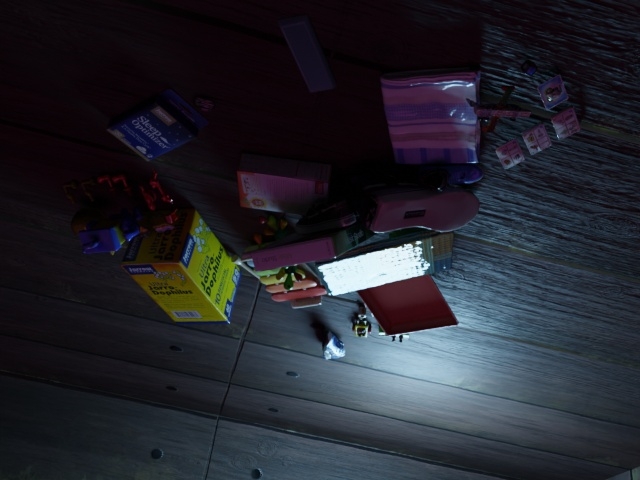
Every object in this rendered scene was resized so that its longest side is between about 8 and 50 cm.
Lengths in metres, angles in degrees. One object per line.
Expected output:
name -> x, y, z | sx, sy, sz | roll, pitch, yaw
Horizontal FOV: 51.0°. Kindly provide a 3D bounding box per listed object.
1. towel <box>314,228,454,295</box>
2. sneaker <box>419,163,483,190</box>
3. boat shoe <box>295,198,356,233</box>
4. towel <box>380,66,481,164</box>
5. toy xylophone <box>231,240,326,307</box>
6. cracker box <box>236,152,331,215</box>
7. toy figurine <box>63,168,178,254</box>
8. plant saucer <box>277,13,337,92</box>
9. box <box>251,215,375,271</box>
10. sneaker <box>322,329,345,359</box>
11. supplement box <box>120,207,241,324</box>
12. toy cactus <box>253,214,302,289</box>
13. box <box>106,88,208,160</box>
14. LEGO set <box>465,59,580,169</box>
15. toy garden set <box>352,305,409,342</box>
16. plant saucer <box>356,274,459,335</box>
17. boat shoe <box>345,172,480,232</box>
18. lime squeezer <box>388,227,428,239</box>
towel -> 0.179, 0.059, 1.837 | 0.370, 0.040, 0.271 | -14, 155, 3
sneaker -> 0.308, -0.149, 1.583 | 0.152, 0.084, 0.058 | 5, 118, 8
boat shoe -> 0.006, -0.065, 1.692 | 0.219, 0.077, 0.070 | -10, 102, 52
towel -> 0.249, -0.265, 1.484 | 0.209, 0.034, 0.285 | 1, 146, 14
toy xylophone -> -0.135, 0.106, 2.091 | 0.236, 0.081, 0.322 | -17, 138, 35
cracker box -> -0.092, -0.140, 1.725 | 0.232, 0.067, 0.156 | 9, 148, 2
toy figurine -> -0.594, -0.049, 1.799 | 0.362, 0.217, 0.191 | -3, 119, 22
plant saucer -> -0.025, -0.381, 1.392 | 0.067, 0.018, 0.192 | -5, 143, 20
box -> 0.000, 0.000, 1.733 | 0.232, 0.322, 0.058 | -11, 99, 27
sneaker -> 0.047, 0.380, 2.471 | 0.081, 0.080, 0.211 | -1, 155, 5
supplement box -> -0.407, 0.087, 2.027 | 0.195, 0.194, 0.356 | -3, 145, 19
toy cactus -> -0.094, 0.025, 1.912 | 0.112, 0.219, 0.180 | -30, 171, 32
box -> -0.395, -0.276, 1.627 | 0.225, 0.037, 0.136 | -18, 138, 34
LEGO set -> 0.424, -0.273, 1.403 | 0.182, 0.060, 0.244 | -29, 139, 16
toy garden set -> 0.210, 0.279, 2.292 | 0.203, 0.049, 0.244 | 6, 146, 6
plant saucer -> 0.268, 0.183, 2.095 | 0.258, 0.048, 0.259 | -14, 125, 32
boat shoe -> 0.226, -0.109, 1.665 | 0.340, 0.158, 0.127 | -1, 126, -31
lime squeezer -> 0.236, 0.005, 1.873 | 0.110, 0.059, 0.310 | 6, 144, -25
